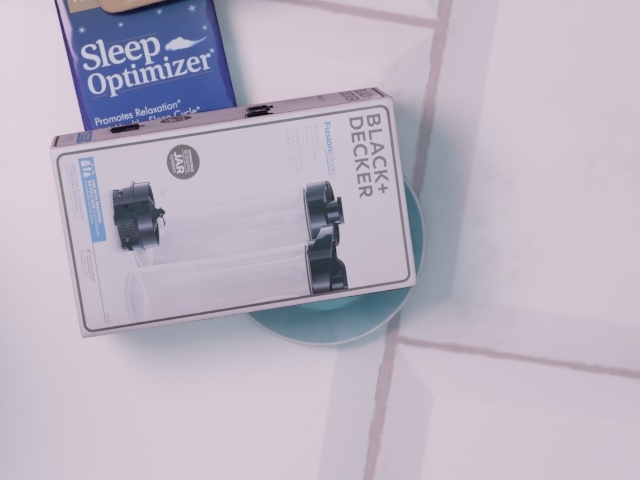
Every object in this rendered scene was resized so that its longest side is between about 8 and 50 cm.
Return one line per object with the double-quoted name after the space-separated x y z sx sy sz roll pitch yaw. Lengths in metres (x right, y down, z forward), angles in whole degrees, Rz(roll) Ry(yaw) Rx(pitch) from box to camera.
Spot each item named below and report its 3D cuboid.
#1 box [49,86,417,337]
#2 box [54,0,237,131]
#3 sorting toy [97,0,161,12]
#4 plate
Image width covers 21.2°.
-0.073 -0.027 1.451 0.289 0.087 0.169 -8 100 -5 "box"
-0.153 -0.166 1.490 0.136 0.036 0.225 -13 95 -4 "box"
-0.118 -0.362 1.409 0.229 0.041 0.307 -13 104 9 "sorting toy"
0.000 0.000 1.523 0.188 0.024 0.188 -1 95 -6 "plate"
